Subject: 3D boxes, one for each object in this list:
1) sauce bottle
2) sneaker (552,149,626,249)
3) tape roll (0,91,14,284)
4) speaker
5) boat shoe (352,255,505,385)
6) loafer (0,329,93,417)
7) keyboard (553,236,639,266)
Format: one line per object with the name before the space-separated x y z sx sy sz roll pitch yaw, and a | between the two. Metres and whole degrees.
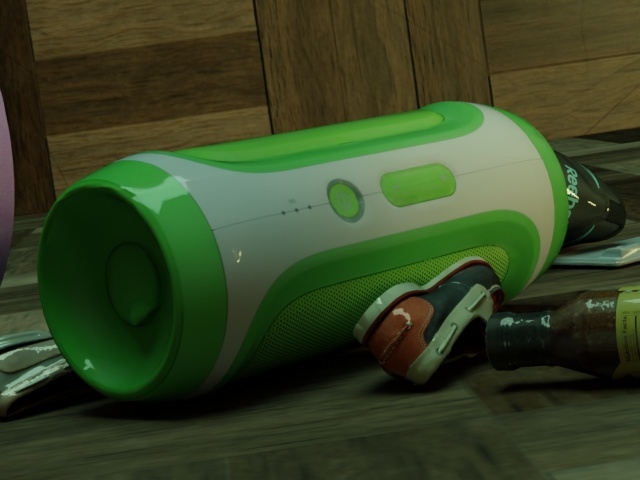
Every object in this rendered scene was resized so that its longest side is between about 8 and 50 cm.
sauce bottle | 0.135 0.039 0.788 0.128 0.042 0.042 -5 6 27
sneaker | 0.121 -0.021 1.325 0.106 0.101 0.267 14 -3 -18
tape roll | -0.309 -0.052 1.167 0.090 0.275 0.275 -12 7 -42
speaker | 0.000 0.000 0.968 0.131 0.131 0.296 -3 7 45
boat shoe | 0.062 0.041 0.892 0.043 0.049 0.137 39 20 17
loafer | -0.120 0.065 0.954 0.125 0.045 0.039 -12 49 -31
keyboard | 0.270 -0.007 1.264 0.256 0.014 0.072 -11 1 -34
